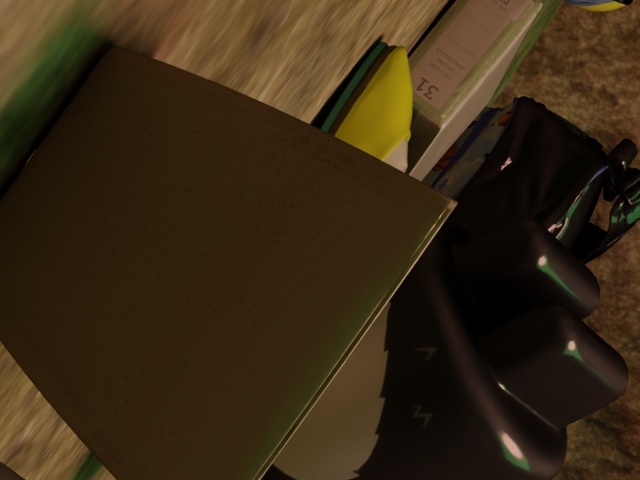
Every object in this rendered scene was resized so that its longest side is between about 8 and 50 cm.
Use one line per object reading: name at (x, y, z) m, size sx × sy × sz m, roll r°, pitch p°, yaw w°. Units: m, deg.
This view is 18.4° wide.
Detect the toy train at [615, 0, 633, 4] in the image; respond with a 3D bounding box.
toy train at (0.201, -0.232, 1.131) m, size 0.190 × 0.142 × 0.334 m, roll -64°, pitch 177°, yaw -2°

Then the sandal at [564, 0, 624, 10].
sandal at (0.252, -0.280, 1.433) m, size 0.138 × 0.126 × 0.317 m, roll -38°, pitch 162°, yaw -55°

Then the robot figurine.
robot figurine at (0.030, 0.092, 1.140) m, size 0.278 × 0.173 × 0.209 m, roll -27°, pitch -164°, yaw 19°

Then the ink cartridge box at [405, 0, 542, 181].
ink cartridge box at (0.053, -0.062, 1.360) m, size 0.235 × 0.056 × 0.171 m, roll -50°, pitch 175°, yaw -17°

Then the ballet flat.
ballet flat at (0.000, 0.000, 1.061) m, size 0.231 × 0.077 × 0.077 m, roll -53°, pitch 175°, yaw -17°

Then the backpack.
backpack at (0.129, -0.003, 1.688) m, size 0.276 × 0.213 × 0.263 m, roll -48°, pitch 169°, yaw 2°

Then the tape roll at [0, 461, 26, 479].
tape roll at (-0.160, 0.178, 0.686) m, size 0.219 × 0.072 × 0.219 m, roll -53°, pitch 176°, yaw -5°

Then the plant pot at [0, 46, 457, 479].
plant pot at (-0.034, 0.006, 0.535) m, size 0.109 × 0.096 × 0.109 m, roll -55°, pitch 177°, yaw 3°
